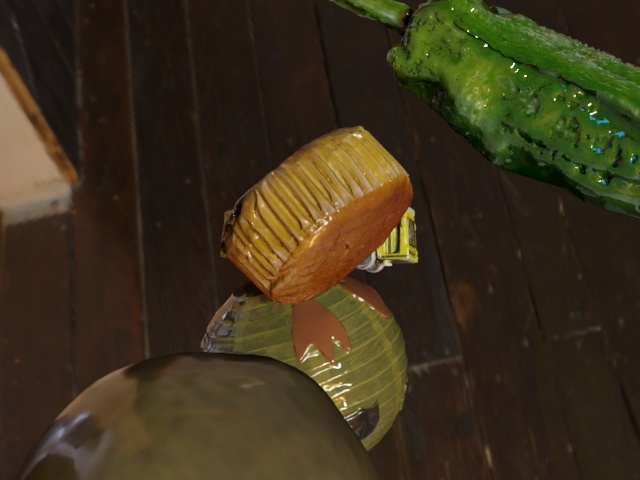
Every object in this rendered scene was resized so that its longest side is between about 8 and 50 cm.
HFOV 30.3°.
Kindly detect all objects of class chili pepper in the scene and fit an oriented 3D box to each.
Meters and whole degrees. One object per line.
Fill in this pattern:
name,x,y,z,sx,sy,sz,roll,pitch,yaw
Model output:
chili pepper,0.106,-0.048,0.476,0.278,0.122,0.065,30,100,28

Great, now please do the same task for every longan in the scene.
longan,-0.089,0.229,0.824,0.288,0.350,0.288,7,49,-9

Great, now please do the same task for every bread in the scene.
bread,0.002,-0.020,1.205,0.199,0.199,0.104,-39,72,-14

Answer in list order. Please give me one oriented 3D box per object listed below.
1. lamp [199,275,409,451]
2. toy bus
lamp,-0.015,0.173,1.356,0.250,0.284,0.250,-16,12,3
toy bus,0.000,0.000,1.388,0.226,0.081,0.074,-1,84,15
